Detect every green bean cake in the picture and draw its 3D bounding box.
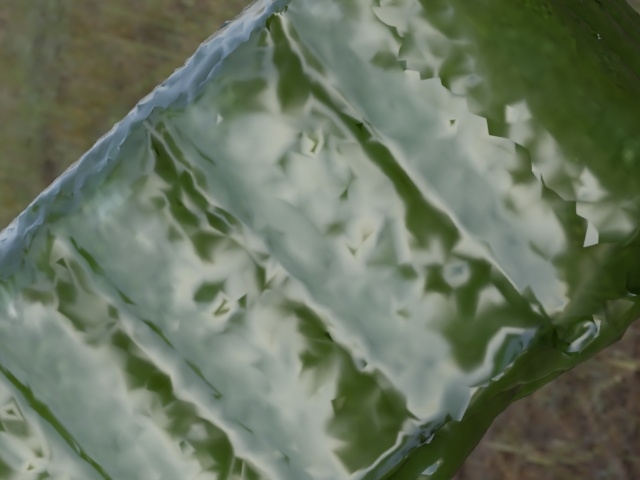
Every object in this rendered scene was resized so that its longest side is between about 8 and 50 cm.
[{"bbox_3d":[0.000,0.000,0.620,0.250,0.156,0.247,-43,4,15],"label":"green bean cake"}]
